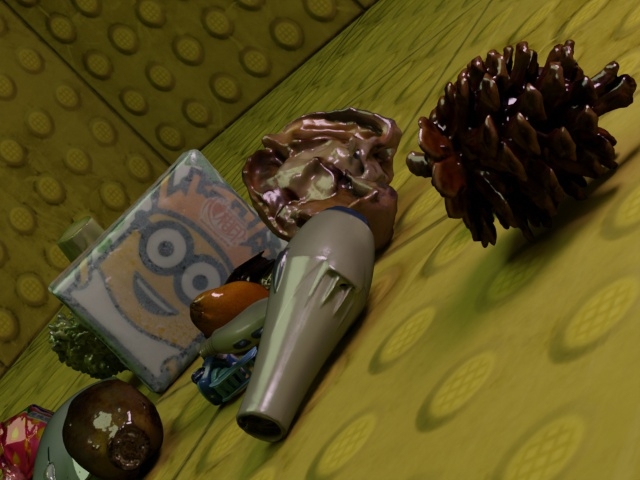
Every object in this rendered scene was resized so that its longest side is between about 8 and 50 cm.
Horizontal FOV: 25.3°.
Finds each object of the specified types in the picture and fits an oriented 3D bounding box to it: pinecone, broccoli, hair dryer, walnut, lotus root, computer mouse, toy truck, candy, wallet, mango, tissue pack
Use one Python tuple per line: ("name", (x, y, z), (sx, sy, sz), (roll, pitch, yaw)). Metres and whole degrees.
("pinecone", (0.190, -0.101, 1.331), (0.212, 0.168, 0.185), (-42, 9, 16))
("broccoli", (-0.316, 0.093, 2.344), (0.235, 0.260, 0.288), (24, 60, 42))
("hair dryer", (-0.059, 0.127, 1.601), (0.298, 0.119, 0.296), (-44, 19, 29))
("walnut", (0.008, -0.058, 1.840), (0.204, 0.141, 0.238), (-6, 38, 10))
("lotus root", (-0.275, 0.249, 1.882), (0.124, 0.123, 0.241), (-56, 10, -9))
("computer mouse", (-0.359, 0.296, 2.090), (0.159, 0.097, 0.288), (-38, 12, 21))
("toy truck", (-0.109, 0.165, 1.778), (0.090, 0.056, 0.073), (-17, 31, 40))
("candy", (-0.490, 0.413, 2.185), (0.124, 0.124, 0.365), (-33, 27, 46))
("wallet", (-0.113, 0.075, 2.006), (0.110, 0.031, 0.198), (-62, -5, 11))
("mango", (-0.106, 0.100, 1.831), (0.105, 0.084, 0.159), (-27, -11, 8))
("tissue pack", (-0.224, 0.046, 2.166), (0.311, 0.228, 0.128), (-46, 10, -9))

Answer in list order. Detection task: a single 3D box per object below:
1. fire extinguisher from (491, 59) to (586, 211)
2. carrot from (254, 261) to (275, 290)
("fire extinguisher", (0.226, -0.126, 1.581), (0.231, 0.071, 0.099), (-49, -16, -24))
("carrot", (-0.001, 0.000, 1.942), (0.229, 0.069, 0.069), (-47, 11, -6))
